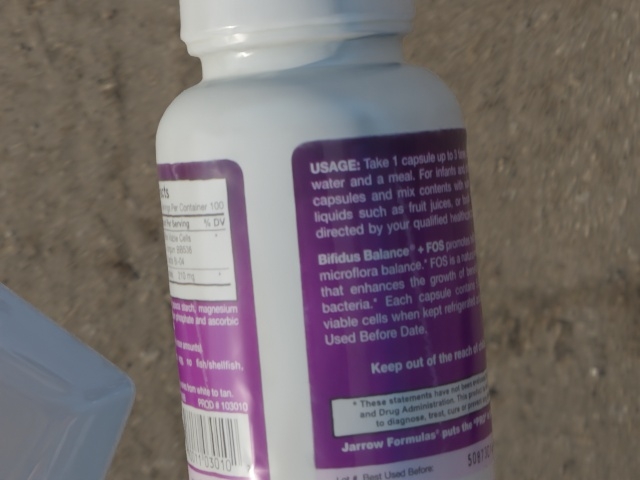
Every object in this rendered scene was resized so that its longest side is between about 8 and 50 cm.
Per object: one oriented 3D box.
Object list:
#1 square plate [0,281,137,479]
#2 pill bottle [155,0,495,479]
[{"bbox_3d":[-0.308,0.142,1.157,0.344,0.347,0.049,39,135,-23],"label":"square plate"},{"bbox_3d":[0.000,0.000,0.938,0.169,0.169,0.302,-4,94,12],"label":"pill bottle"}]
